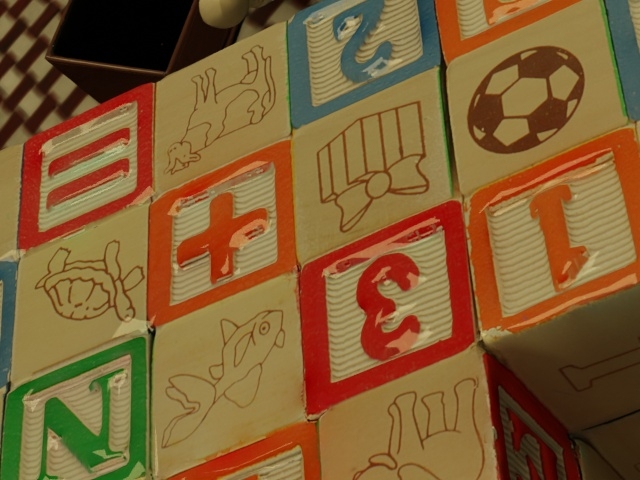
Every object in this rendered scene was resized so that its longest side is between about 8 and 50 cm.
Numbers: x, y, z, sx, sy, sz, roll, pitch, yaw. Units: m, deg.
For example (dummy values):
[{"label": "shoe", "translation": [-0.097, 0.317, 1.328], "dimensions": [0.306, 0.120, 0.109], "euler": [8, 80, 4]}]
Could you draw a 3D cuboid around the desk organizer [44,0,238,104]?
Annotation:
[{"label": "desk organizer", "translation": [-0.059, -0.112, 0.766], "dimensions": [0.047, 0.050, 0.130], "euler": [-14, 48, 42]}]

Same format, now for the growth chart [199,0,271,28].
[{"label": "growth chart", "translation": [0.061, -0.113, 0.545], "dimensions": [0.172, 0.021, 0.237], "euler": [-31, 9, -33]}]

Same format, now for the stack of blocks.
[{"label": "stack of blocks", "translation": [0.035, 0.020, 0.464], "dimensions": [0.297, 0.087, 0.171], "euler": [-24, 46, 21]}]
